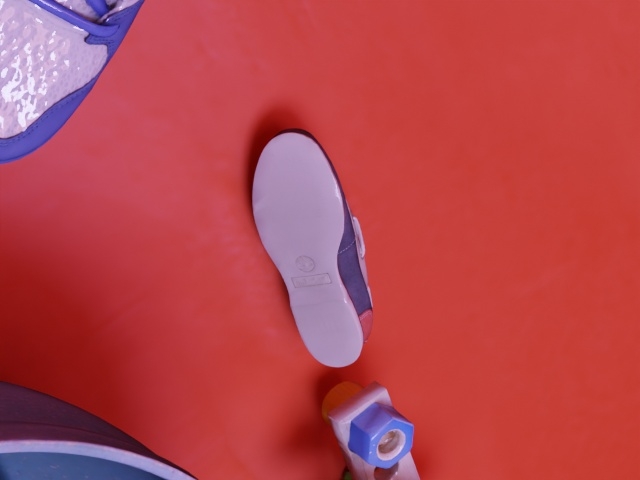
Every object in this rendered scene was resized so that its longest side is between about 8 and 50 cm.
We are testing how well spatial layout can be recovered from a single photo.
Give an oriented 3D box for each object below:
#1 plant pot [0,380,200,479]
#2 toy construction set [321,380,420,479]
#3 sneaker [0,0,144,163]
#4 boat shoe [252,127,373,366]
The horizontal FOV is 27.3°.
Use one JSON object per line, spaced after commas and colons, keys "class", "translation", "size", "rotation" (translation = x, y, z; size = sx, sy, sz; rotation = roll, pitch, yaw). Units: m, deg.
{"class": "plant pot", "translation": [-0.183, 0.174, 0.545], "size": [0.293, 0.196, 0.293], "rotation": [-13, 116, -29]}
{"class": "toy construction set", "translation": [0.072, 0.244, 0.777], "size": [0.328, 0.151, 0.215], "rotation": [38, 87, -26]}
{"class": "sneaker", "translation": [-0.081, -0.159, 0.515], "size": [0.112, 0.131, 0.296], "rotation": [18, 100, -38]}
{"class": "boat shoe", "translation": [0.000, 0.000, 0.686], "size": [0.043, 0.049, 0.137], "rotation": [-60, 141, -54]}
